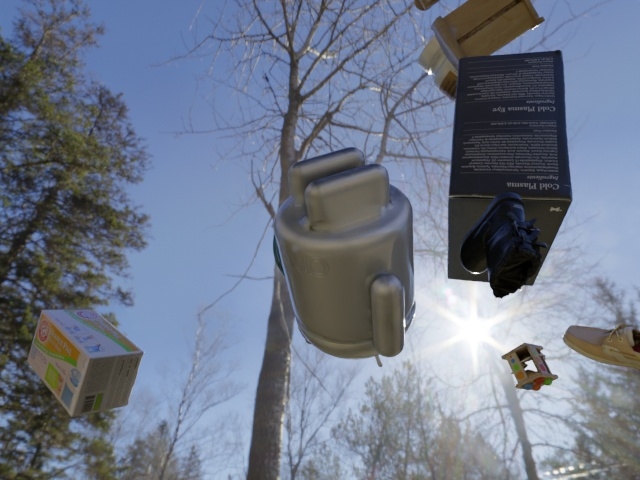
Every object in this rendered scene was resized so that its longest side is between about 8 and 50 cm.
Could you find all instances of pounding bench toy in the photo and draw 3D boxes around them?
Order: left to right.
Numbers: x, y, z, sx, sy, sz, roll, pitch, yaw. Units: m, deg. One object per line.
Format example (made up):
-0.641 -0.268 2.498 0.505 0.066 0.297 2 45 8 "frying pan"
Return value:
0.365 0.219 0.724 0.083 0.065 0.052 15 -47 -30 "pounding bench toy"

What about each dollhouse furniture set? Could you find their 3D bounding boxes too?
0.391 -0.540 0.993 0.303 0.174 0.355 -33 -83 3 "dollhouse furniture set"

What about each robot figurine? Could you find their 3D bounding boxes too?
0.044 0.041 0.666 0.200 0.300 0.353 -17 -56 -10 "robot figurine"

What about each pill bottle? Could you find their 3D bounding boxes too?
0.369 -0.426 1.101 0.229 0.131 0.131 45 -47 10 "pill bottle"

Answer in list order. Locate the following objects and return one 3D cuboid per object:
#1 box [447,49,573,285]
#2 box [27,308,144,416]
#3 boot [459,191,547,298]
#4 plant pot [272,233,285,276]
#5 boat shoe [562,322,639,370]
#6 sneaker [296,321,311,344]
0.348 -0.121 0.839 0.179 0.312 0.343 3 -27 18 "box"
-0.445 0.218 0.803 0.203 0.114 0.103 21 5 34 "box"
0.184 0.018 0.447 0.045 0.099 0.121 14 -48 -1 "boot"
0.000 0.000 1.404 0.341 0.341 0.334 -1 -6 -2 "plant pot"
0.455 0.152 0.632 0.170 0.063 0.059 13 -54 38 "boat shoe"
0.003 0.254 1.222 0.186 0.069 0.083 -13 -64 44 "sneaker"
